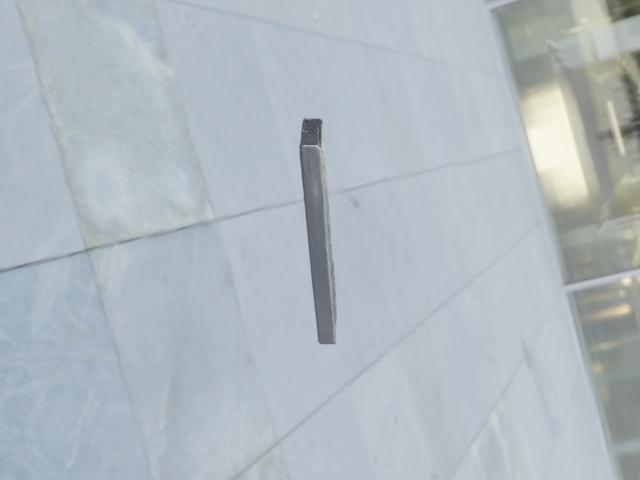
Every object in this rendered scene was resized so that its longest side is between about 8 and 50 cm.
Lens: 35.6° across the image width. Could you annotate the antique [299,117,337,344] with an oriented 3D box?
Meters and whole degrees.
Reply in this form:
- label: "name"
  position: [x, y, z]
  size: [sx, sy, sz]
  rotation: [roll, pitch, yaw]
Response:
- label: "antique"
  position: [0.000, 0.000, 0.664]
  size: [0.192, 0.015, 0.031]
  rotation: [86, 7, -47]
